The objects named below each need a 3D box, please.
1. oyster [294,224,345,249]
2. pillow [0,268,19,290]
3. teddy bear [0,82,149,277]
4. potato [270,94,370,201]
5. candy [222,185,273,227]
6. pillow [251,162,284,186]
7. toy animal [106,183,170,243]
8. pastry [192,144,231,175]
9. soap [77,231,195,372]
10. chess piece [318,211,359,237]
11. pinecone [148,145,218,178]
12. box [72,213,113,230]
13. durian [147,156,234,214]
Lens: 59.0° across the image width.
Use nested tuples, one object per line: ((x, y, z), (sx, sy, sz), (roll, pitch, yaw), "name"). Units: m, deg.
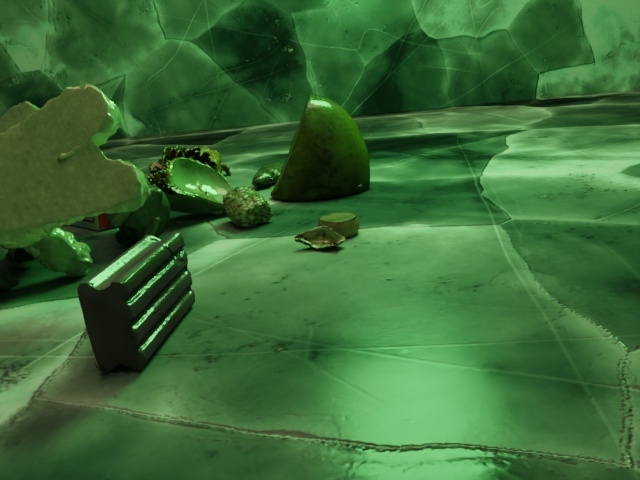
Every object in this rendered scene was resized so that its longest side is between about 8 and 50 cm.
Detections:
((0.001, -0.002, 1.071), (0.093, 0.034, 0.051), (16, 42, 25), "oyster")
((-0.676, 0.049, 0.970), (0.255, 0.169, 0.059), (-2, 50, 10), "pillow")
((-0.488, -0.091, 1.053), (0.376, 0.327, 0.362), (-23, -1, -3), "teddy bear")
((-0.006, -0.238, 1.439), (0.270, 0.255, 0.112), (-8, 17, -6), "potato")
((-0.165, -0.074, 1.281), (0.095, 0.085, 0.110), (-21, 33, -19), "candy")
((-0.143, -0.202, 1.698), (0.093, 0.051, 0.241), (-4, 16, 6), "pillow")
((-0.406, -0.067, 1.241), (0.127, 0.125, 0.251), (-25, 22, -19), "toy animal")
((-0.369, -0.241, 1.803), (0.154, 0.102, 0.250), (-5, 17, -2), "pastry")
((-0.238, 0.074, 0.764), (0.066, 0.122, 0.203), (-4, 17, 8), "soap")
((0.036, -0.031, 1.138), (0.084, 0.038, 0.083), (-7, 19, 2), "chess piece")
((-0.373, -0.184, 1.562), (0.195, 0.149, 0.179), (11, 18, 34), "pinecone")
((-0.588, -0.097, 1.401), (0.230, 0.122, 0.050), (8, 18, 38), "box")
((-0.306, -0.126, 1.353), (0.139, 0.144, 0.252), (16, -5, 45), "durian")
